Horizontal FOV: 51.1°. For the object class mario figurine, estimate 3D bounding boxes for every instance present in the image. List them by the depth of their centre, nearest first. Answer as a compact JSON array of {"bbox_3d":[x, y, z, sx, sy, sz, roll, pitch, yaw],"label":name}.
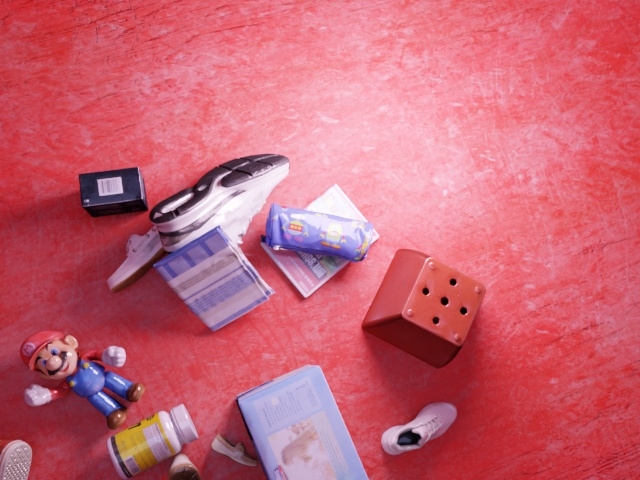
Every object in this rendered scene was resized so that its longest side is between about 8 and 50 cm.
[{"bbox_3d":[-0.616,0.347,1.695,0.320,0.170,0.198,35,42,-9],"label":"mario figurine"}]

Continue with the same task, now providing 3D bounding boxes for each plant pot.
[{"bbox_3d":[0.305,0.178,1.834,0.267,0.236,0.267,28,78,-3],"label":"plant pot"}]

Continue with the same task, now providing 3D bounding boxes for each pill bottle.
[{"bbox_3d":[-0.430,0.515,1.723,0.208,0.119,0.119,-25,85,-13],"label":"pill bottle"}]

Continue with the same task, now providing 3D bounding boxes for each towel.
[{"bbox_3d":[-0.274,0.105,1.761,0.209,0.034,0.285,-32,127,4],"label":"towel"}]

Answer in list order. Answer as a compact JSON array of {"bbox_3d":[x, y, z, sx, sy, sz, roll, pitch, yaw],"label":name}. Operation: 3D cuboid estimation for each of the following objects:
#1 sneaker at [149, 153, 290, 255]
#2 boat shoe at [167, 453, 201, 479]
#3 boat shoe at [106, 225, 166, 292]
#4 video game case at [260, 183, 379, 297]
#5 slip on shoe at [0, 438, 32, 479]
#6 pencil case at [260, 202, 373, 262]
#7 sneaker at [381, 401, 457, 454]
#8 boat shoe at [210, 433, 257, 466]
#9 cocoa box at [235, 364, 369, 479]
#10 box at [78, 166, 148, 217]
[{"bbox_3d":[-0.247,-0.059,1.859,0.447,0.169,0.257,-34,124,-32],"label":"sneaker"},{"bbox_3d":[-0.347,0.700,1.717,0.109,0.098,0.302,-5,99,-18],"label":"boat shoe"},{"bbox_3d":[-0.484,0.025,1.818,0.096,0.098,0.277,44,68,1],"label":"boat shoe"},{"bbox_3d":[0.000,0.000,1.928,0.285,0.025,0.204,-39,88,-13],"label":"video game case"},{"bbox_3d":[-0.812,0.654,1.657,0.101,0.123,0.331,9,83,26],"label":"slip on shoe"},{"bbox_3d":[-0.009,-0.015,1.853,0.306,0.119,0.133,10,70,-7],"label":"pencil case"},{"bbox_3d":[0.284,0.521,1.831,0.232,0.115,0.090,-29,86,-12],"label":"sneaker"},{"bbox_3d":[-0.224,0.559,1.782,0.135,0.050,0.045,25,83,-3],"label":"boat shoe"},{"bbox_3d":[-0.050,0.521,1.723,0.231,0.228,0.347,-23,84,-12],"label":"cocoa box"},{"bbox_3d":[-0.553,-0.128,1.798,0.156,0.158,0.093,-8,82,-10],"label":"box"}]
